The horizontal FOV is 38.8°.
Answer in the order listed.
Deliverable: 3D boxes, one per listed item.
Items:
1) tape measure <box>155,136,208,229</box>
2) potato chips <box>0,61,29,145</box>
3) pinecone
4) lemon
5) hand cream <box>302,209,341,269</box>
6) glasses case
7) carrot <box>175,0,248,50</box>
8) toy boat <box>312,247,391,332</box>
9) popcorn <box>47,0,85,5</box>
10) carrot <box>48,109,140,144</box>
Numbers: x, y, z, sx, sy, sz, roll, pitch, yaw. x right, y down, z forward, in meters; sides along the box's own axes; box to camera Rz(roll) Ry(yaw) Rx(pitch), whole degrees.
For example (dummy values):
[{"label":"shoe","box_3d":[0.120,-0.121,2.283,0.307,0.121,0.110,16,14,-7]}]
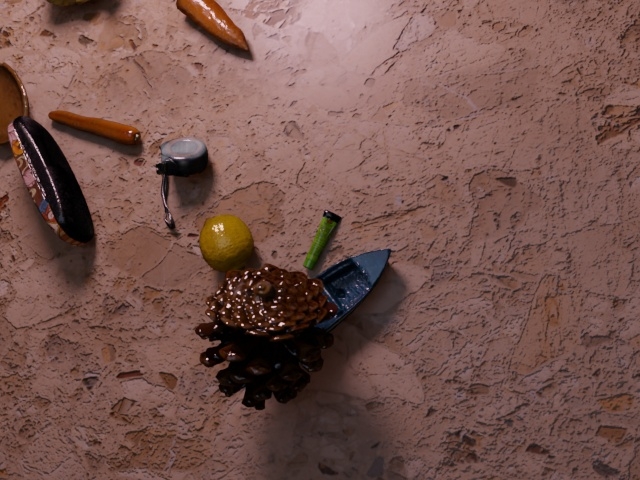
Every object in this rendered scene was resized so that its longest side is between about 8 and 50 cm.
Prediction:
[{"label":"tape measure","box_3d":[-0.286,-0.122,1.907,0.107,0.104,0.179,-3,111,-6]},{"label":"potato chips","box_3d":[-0.724,-0.312,2.073,0.150,0.049,0.201,-41,72,10]},{"label":"pinecone","box_3d":[-0.105,0.175,1.617,0.264,0.264,0.264,-4,77,16]},{"label":"lemon","box_3d":[-0.187,0.008,1.808,0.109,0.109,0.133,-33,77,8]},{"label":"hand cream","box_3d":[0.000,0.000,1.798,0.036,0.023,0.121,25,85,0]},{"label":"glasses case","box_3d":[-0.578,-0.129,1.949,0.082,0.122,0.321,-32,71,7]},{"label":"carrot","box_3d":[-0.222,-0.470,1.946,0.205,0.072,0.072,42,92,18]},{"label":"toy boat","box_3d":[0.023,0.113,1.746,0.299,0.062,0.096,-39,70,7]},{"label":"popcorn","box_3d":[-0.548,-0.601,2.035,0.195,0.173,0.168,8,119,-7]},{"label":"carrot","box_3d":[-0.497,-0.251,1.995,0.248,0.043,0.043,17,83,21]}]
